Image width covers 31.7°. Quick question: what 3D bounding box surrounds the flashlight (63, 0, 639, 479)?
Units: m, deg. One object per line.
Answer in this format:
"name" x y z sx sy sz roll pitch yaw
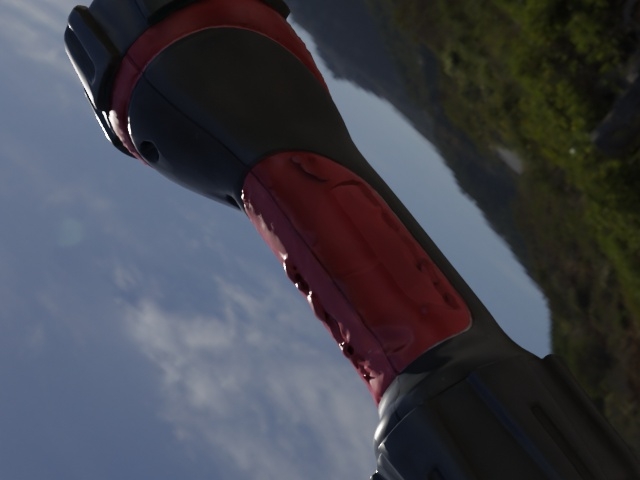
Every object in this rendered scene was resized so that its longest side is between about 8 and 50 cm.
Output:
"flashlight" 0.000 0.000 0.451 0.304 0.103 0.103 55 163 32
